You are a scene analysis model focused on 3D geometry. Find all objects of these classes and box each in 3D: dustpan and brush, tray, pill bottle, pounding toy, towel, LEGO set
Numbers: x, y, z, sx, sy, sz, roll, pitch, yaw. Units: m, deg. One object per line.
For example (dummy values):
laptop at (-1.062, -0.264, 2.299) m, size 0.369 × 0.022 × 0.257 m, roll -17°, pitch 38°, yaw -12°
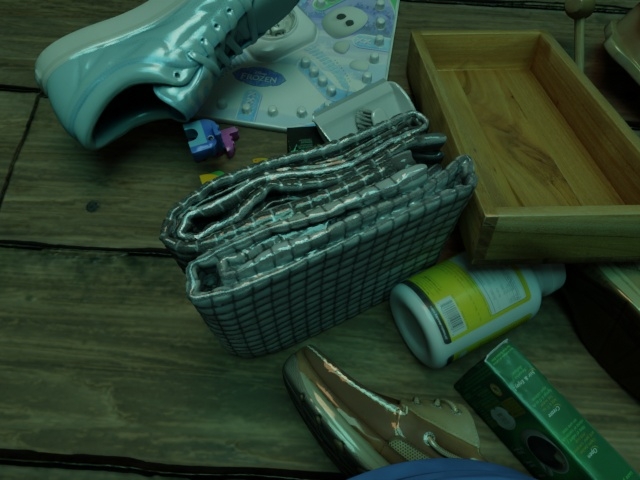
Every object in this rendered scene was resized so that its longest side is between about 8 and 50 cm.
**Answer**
dustpan and brush at (0.099, -0.102, 0.676) m, size 0.147 × 0.060 × 0.211 m, roll -33°, pitch 102°, yaw -26°
tray at (0.240, -0.142, 0.634) m, size 0.202 × 0.076 × 0.411 m, roll -1°, pitch 45°, yaw -2°
pill bottle at (0.180, 0.061, 0.585) m, size 0.184 × 0.103 × 0.103 m, roll -24°, pitch 67°, yaw -13°
pounding toy at (0.476, -0.266, 0.766) m, size 0.154 × 0.155 × 0.270 m, roll -30°, pitch 78°, yaw -42°
towel at (0.000, 0.000, 0.540) m, size 0.283 × 0.235 × 0.121 m, roll -25°, pitch 66°, yaw -12°
LEGO set at (-0.106, -0.084, 0.661) m, size 0.093 × 0.087 × 0.227 m, roll -19°, pitch 67°, yaw -9°

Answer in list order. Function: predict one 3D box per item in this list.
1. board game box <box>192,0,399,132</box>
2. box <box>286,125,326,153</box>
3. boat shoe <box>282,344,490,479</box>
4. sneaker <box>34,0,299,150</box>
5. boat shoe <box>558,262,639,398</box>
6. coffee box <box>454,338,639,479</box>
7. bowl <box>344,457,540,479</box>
board game box at (-0.077, -0.348, 0.811) m, size 0.389 × 0.050 × 0.390 m, roll 9°, pitch 64°, yaw 4°
box at (-0.017, -0.101, 0.683) m, size 0.052 × 0.062 × 0.083 m, roll -5°, pitch 64°, yaw -5°
boat shoe at (0.100, 0.214, 0.509) m, size 0.324 × 0.123 × 0.116 m, roll 42°, pitch 66°, yaw 8°
sneaker at (-0.166, -0.228, 0.662) m, size 0.365 × 0.135 × 0.150 m, roll -29°, pitch 79°, yaw -1°
boat shoe at (0.342, 0.043, 0.586) m, size 0.110 × 0.122 × 0.341 m, roll -25°, pitch 66°, yaw -12°
coffee box at (0.225, 0.195, 0.517) m, size 0.040 × 0.113 × 0.184 m, roll -34°, pitch 68°, yaw -19°
bowl at (0.079, 0.343, 0.362) m, size 0.390 × 0.077 × 0.392 m, roll -1°, pitch 96°, yaw -12°
